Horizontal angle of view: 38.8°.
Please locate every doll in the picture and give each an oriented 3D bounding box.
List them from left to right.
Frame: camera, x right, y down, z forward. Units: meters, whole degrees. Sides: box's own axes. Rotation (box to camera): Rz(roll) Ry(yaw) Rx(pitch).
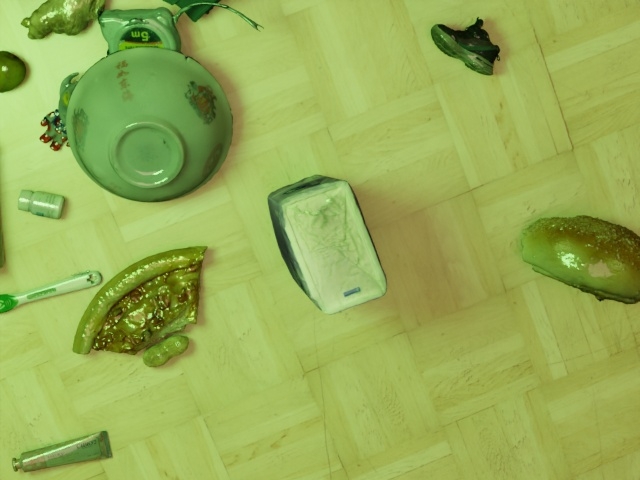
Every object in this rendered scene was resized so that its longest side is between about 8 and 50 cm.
[{"bbox_3d":[-0.508,-0.271,1.880,0.104,0.062,0.194,44,103,6],"label":"doll"}]

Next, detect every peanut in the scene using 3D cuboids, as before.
[{"bbox_3d":[-0.338,0.242,1.994,0.113,0.054,0.054,-29,102,4],"label":"peanut"}]

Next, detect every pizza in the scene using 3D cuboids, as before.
[{"bbox_3d":[-0.378,0.141,1.960,0.365,0.074,0.182,-32,93,1],"label":"pizza"}]

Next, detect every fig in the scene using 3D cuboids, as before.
[{"bbox_3d":[-0.641,-0.339,1.849,0.074,0.074,0.088,24,112,-10],"label":"fig"}]

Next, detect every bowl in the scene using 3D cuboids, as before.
[{"bbox_3d":[-0.344,-0.200,1.817,0.346,0.157,0.345,-3,118,-5],"label":"bowl"}]

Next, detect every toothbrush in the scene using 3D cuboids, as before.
[{"bbox_3d":[-0.675,0.132,1.949,0.418,0.040,0.042,-16,100,-8],"label":"toothbrush"}]

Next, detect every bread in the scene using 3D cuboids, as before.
[{"bbox_3d":[0.610,0.040,1.996,0.314,0.192,0.171,18,99,-9],"label":"bread"}]

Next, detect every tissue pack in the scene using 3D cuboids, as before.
[{"bbox_3d":[0.000,0.000,1.847,0.160,0.338,0.242,-21,98,-7],"label":"tissue pack"}]

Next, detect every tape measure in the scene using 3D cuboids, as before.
[{"bbox_3d":[-0.277,-0.409,1.848,0.330,0.084,0.164,-1,128,-1],"label":"tape measure"}]

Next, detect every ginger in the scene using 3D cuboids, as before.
[{"bbox_3d":[-0.505,-0.484,1.837,0.137,0.074,0.213,28,92,-1],"label":"ginger"}]

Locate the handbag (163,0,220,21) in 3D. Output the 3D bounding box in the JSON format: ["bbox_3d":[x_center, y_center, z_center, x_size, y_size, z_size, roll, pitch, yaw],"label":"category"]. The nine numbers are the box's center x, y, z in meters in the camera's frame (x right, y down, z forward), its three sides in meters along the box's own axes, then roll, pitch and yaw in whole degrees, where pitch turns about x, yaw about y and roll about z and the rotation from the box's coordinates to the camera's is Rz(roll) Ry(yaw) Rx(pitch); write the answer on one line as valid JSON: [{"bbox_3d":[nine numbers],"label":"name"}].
[{"bbox_3d":[-0.289,-0.608,1.773,0.326,0.089,0.238,46,136,-13],"label":"handbag"}]

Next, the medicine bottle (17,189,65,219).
[{"bbox_3d":[-0.586,-0.077,1.909,0.089,0.052,0.052,12,98,-8],"label":"medicine bottle"}]

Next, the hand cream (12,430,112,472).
[{"bbox_3d":[-0.574,0.476,2.017,0.210,0.043,0.067,-12,101,-10],"label":"hand cream"}]

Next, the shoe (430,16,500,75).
[{"bbox_3d":[0.320,-0.431,1.945,0.169,0.071,0.099,31,92,-15],"label":"shoe"}]

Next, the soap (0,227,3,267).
[{"bbox_3d":[-0.756,-0.068,1.873,0.173,0.089,0.274,-2,100,-5],"label":"soap"}]
